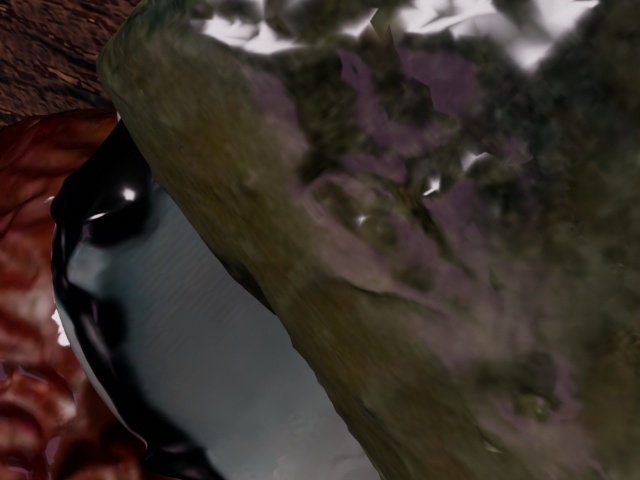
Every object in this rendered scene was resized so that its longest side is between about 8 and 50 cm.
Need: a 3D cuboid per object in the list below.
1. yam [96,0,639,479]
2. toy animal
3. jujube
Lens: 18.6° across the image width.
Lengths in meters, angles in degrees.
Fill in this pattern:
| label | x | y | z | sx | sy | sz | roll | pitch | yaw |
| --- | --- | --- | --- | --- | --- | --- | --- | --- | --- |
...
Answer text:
| label | x | y | z | sx | sy | sz | roll | pitch | yaw |
| --- | --- | --- | --- | --- | --- | --- | --- | --- | --- |
| yam | 0.095 | 0.014 | 0.464 | 0.300 | 0.195 | 0.195 | 56 | 155 | -4 |
| toy animal | 0.000 | 0.000 | 0.629 | 0.179 | 0.138 | 0.166 | -80 | -30 | -59 |
| jujube | -0.097 | 0.051 | 0.860 | 0.216 | 0.216 | 0.342 | 63 | 159 | -16 |
